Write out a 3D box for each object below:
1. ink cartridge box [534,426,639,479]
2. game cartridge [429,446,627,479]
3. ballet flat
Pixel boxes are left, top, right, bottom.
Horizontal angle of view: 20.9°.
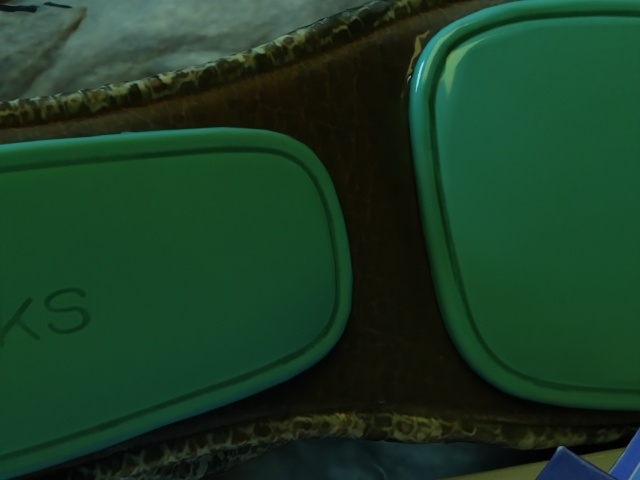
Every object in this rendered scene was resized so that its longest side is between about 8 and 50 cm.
[{"bbox_3d":[0.075,0.176,0.388,0.186,0.065,0.311,28,60,26],"label":"ink cartridge box"},{"bbox_3d":[0.094,0.202,0.520,0.198,0.062,0.297,-12,52,4],"label":"game cartridge"},{"bbox_3d":[0.000,0.000,0.598,0.483,0.182,0.164,-9,93,-24],"label":"ballet flat"}]
